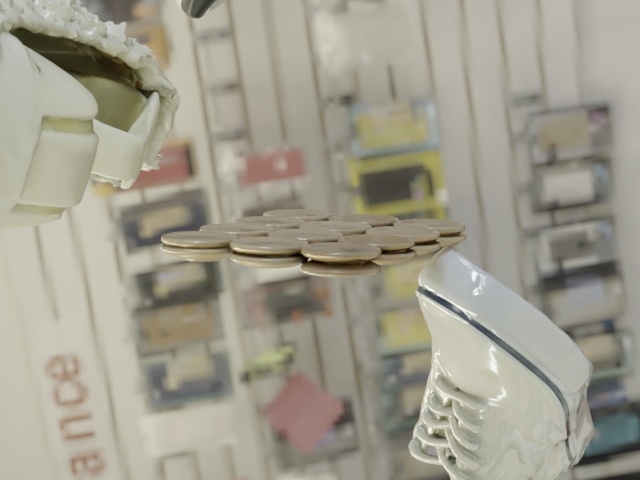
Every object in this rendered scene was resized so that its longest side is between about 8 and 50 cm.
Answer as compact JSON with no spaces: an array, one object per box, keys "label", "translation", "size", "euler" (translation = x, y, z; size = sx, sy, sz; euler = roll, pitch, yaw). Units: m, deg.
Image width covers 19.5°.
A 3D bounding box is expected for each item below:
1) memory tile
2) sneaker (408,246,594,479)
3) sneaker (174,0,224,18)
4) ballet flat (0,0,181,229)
[{"label":"memory tile","translation":[0.000,0.000,0.906],"size":[0.148,0.113,0.012],"euler":[-14,-73,-64]},{"label":"sneaker","translation":[0.093,0.092,1.017],"size":[0.094,0.091,0.258],"euler":[34,168,29]},{"label":"sneaker","translation":[-0.004,-0.164,0.646],"size":[0.083,0.190,0.071],"euler":[47,153,0]},{"label":"ballet flat","translation":[-0.153,-0.067,0.903],"size":[0.409,0.147,0.147],"euler":[-43,-55,-77]}]
